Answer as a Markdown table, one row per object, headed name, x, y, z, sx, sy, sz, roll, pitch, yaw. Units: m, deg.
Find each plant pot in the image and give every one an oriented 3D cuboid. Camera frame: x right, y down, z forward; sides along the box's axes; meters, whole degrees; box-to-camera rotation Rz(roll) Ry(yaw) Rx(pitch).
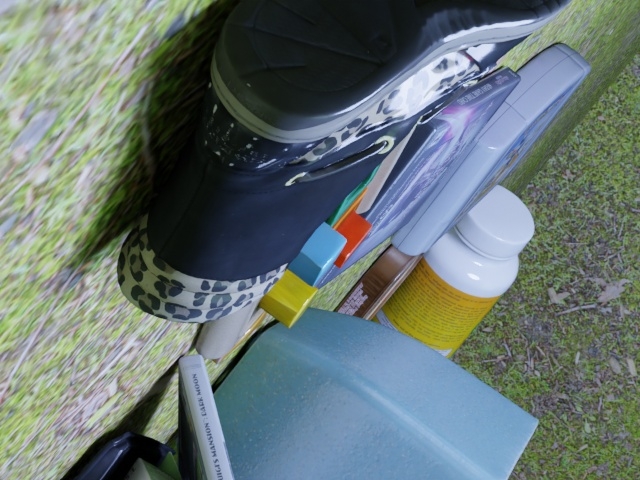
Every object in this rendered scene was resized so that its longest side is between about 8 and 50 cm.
| name | x | y | z | sx | sy | sz | roll | pitch | yaw |
| --- | --- | --- | --- | --- | --- | --- | --- | --- | --- |
| plant pot | 0.017 | 0.201 | 1.378 | 0.247 | 0.252 | 0.248 | -51 | 172 | 16 |

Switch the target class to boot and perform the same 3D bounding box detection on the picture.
| name | x | y | z | sx | sy | sz | roll | pitch | yaw |
| --- | --- | --- | --- | --- | --- | --- | --- | --- | --- |
| boot | 0.010 | -0.064 | 0.695 | 0.236 | 0.085 | 0.178 | -33 | 166 | -42 |

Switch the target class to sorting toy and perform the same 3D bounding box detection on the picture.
| name | x | y | z | sx | sy | sz | roll | pitch | yaw |
| --- | --- | --- | --- | --- | --- | --- | --- | --- | --- |
| sorting toy | 0.000 | 0.000 | 1.073 | 0.196 | 0.047 | 0.347 | -45 | 171 | -29 |

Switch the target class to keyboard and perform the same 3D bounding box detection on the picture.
| name | x | y | z | sx | sy | sz | roll | pitch | yaw |
| --- | --- | --- | --- | --- | --- | --- | --- | --- | --- |
| keyboard | -0.198 | 0.238 | 1.182 | 0.201 | 0.033 | 0.317 | -53 | 172 | -9 |

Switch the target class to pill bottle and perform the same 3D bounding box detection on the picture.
| name | x | y | z | sx | sy | sz | roll | pitch | yaw |
| --- | --- | --- | --- | --- | --- | --- | --- | --- | --- |
| pill bottle | 0.164 | 0.042 | 1.860 | 0.136 | 0.136 | 0.245 | -40 | 168 | -49 |

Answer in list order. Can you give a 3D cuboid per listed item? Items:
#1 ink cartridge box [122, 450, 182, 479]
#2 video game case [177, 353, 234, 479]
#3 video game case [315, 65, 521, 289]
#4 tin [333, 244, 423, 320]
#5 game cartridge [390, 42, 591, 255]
| name | x | y | z | sx | sy | sz | roll | pitch | yaw |
| --- | --- | --- | --- | --- | --- | --- | --- | --- | --- |
| ink cartridge box | -0.164 | 0.243 | 1.103 | 0.171 | 0.056 | 0.235 | -53 | -163 | -2 |
| video game case | -0.082 | 0.208 | 1.111 | 0.022 | 0.173 | 0.190 | -9 | 145 | -13 |
| video game case | 0.084 | -0.060 | 1.343 | 0.196 | 0.026 | 0.274 | -53 | 171 | 25 |
| tin | 0.053 | 0.074 | 1.771 | 0.189 | 0.040 | 0.106 | -51 | 168 | 12 |
| game cartridge | 0.195 | -0.111 | 1.617 | 0.198 | 0.062 | 0.297 | -50 | 173 | 38 |
